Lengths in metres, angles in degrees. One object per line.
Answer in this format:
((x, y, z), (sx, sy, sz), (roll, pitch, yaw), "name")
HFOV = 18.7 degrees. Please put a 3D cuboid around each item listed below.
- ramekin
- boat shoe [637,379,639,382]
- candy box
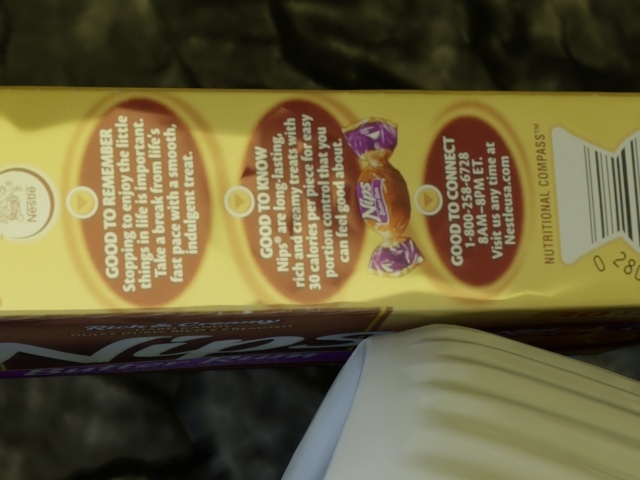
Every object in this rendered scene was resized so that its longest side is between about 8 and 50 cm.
((0.023, 0.115, 0.394), (0.109, 0.207, 0.207), (26, 74, -1), "ramekin")
((0.136, 0.066, 0.516), (0.133, 0.042, 0.049), (20, 78, -11), "boat shoe")
((0.000, 0.000, 0.451), (0.187, 0.109, 0.053), (-2, 81, -17), "candy box")
